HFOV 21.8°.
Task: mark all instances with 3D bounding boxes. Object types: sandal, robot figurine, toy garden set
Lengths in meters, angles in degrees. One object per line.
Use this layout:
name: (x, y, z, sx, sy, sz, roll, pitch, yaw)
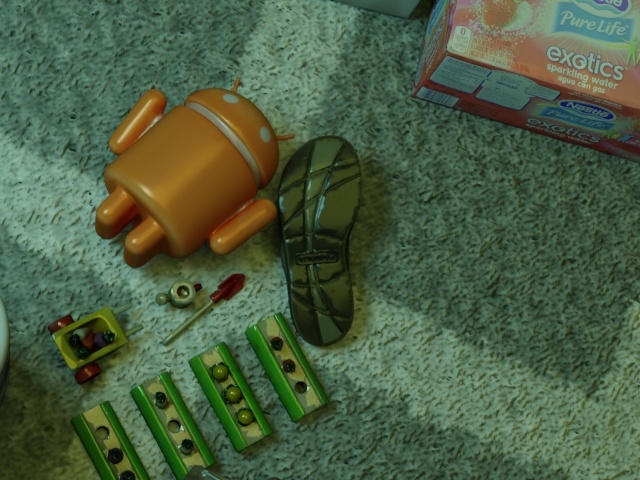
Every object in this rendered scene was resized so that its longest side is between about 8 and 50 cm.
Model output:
sandal: (0.000, 0.000, 1.753, 0.090, 0.060, 0.219, -4, 92, -6)
robot figurine: (-0.133, -0.071, 1.702, 0.219, 0.128, 0.158, -43, 45, -17)
toy garden set: (-0.141, 0.130, 1.693, 0.244, 0.049, 0.204, -27, 83, -16)

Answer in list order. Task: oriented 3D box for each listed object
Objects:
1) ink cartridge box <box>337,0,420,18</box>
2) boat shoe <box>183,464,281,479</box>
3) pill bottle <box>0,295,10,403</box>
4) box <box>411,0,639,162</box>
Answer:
ink cartridge box: (0.092, -0.403, 1.791, 0.114, 0.197, 0.273, 16, 74, -7)
boat shoe: (-0.053, 0.267, 1.641, 0.183, 0.066, 0.066, 17, 67, 2)
pill bottle: (-0.367, 0.109, 1.529, 0.161, 0.283, 0.161, 3, 76, -10)
box: (0.269, -0.201, 1.803, 0.300, 0.154, 0.142, 15, 74, -7)
